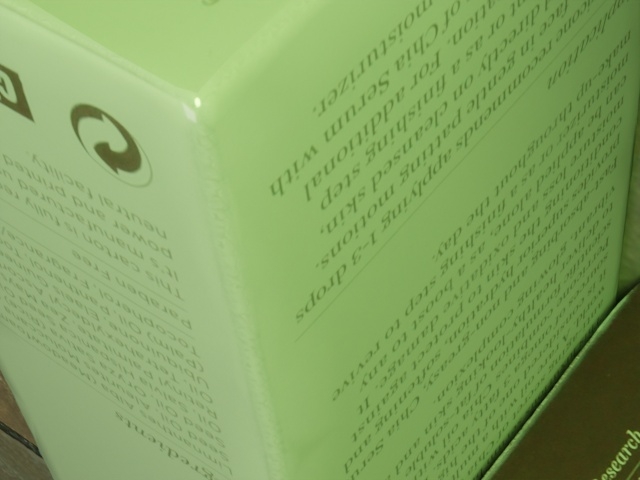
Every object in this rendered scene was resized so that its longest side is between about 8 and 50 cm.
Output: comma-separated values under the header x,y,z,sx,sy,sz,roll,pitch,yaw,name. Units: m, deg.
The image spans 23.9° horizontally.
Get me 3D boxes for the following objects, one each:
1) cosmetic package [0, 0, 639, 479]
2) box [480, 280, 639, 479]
x,y,z,sx,sy,sz,roll,pitch,yaw,name
0.000,0.000,0.589,0.161,0.230,0.453,29,150,26,cosmetic package
0.177,0.161,0.655,0.203,0.167,0.168,30,152,24,box
